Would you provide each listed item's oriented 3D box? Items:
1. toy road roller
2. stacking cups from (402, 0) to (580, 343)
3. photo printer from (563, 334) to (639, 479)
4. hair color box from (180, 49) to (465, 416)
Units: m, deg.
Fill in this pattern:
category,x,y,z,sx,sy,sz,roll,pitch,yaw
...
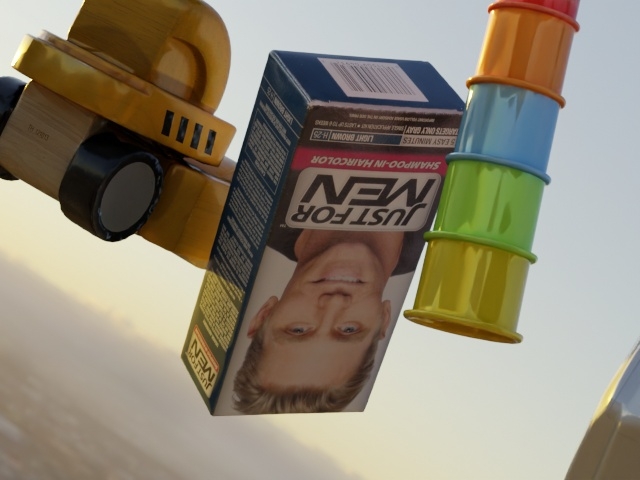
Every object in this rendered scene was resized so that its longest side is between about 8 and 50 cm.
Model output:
category,x,y,z,sx,sy,sz,roll,pitch,yaw
toy road roller,-0.165,-0.124,1.757,0.202,0.241,0.329,29,4,31
stacking cups,0.141,-0.084,1.373,0.096,0.316,0.096,12,-5,1
photo printer,0.261,0.071,1.114,0.107,0.307,0.256,30,-30,15
hair color box,0.000,0.000,1.683,0.174,0.347,0.105,1,34,-27
